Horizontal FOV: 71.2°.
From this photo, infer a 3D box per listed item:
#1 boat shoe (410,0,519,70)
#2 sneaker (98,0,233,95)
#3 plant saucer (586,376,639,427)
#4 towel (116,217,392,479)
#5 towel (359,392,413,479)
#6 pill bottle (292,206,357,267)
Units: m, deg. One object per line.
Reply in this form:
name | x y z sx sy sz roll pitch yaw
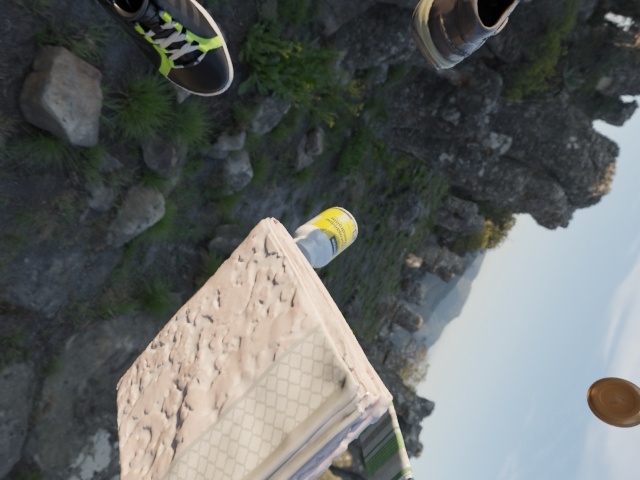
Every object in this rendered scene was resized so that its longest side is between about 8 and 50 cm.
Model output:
boat shoe | 0.271 -0.407 0.661 0.132 0.130 0.355 34 77 -30
sneaker | -0.168 -0.215 0.420 0.235 0.084 0.097 49 22 -48
plant saucer | 0.471 0.254 0.709 0.083 0.083 0.013 -53 132 -30
towel | -0.117 0.164 0.505 0.332 0.317 0.053 -46 127 7
towel | 0.112 0.361 0.781 0.113 0.023 0.152 -58 -155 31
pill bottle | 0.000 0.000 1.018 0.184 0.103 0.103 -37 148 -48
